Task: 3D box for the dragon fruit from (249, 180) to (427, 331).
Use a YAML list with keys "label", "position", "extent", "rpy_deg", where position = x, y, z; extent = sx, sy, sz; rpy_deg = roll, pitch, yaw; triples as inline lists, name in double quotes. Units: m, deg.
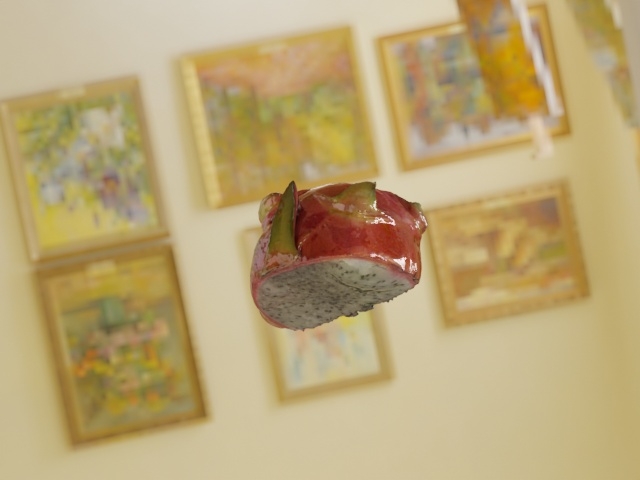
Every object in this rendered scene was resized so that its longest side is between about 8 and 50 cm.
- label: "dragon fruit"
  position: [0.000, 0.000, 0.799]
  extent: [0.083, 0.056, 0.060]
  rpy_deg: [-19, 144, 38]
